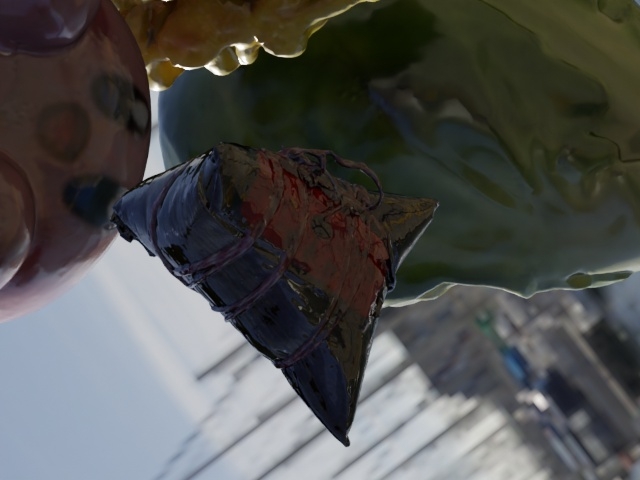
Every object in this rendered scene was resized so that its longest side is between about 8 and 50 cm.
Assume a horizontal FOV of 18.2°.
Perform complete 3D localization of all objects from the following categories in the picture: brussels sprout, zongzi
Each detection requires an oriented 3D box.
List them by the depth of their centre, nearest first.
[{"bbox_3d":[0.000,0.000,0.519,0.083,0.073,0.067,50,146,-7],"label":"zongzi"},{"bbox_3d":[0.071,-0.085,1.396,0.276,0.371,0.315,-62,-34,-60],"label":"brussels sprout"}]

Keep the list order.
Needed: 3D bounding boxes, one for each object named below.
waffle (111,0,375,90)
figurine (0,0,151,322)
[{"bbox_3d":[-0.054,-0.229,1.205,0.151,0.324,0.261,53,-143,-35],"label":"waffle"},{"bbox_3d":[-0.210,-0.065,1.061,0.261,0.270,0.211,8,169,25],"label":"figurine"}]
